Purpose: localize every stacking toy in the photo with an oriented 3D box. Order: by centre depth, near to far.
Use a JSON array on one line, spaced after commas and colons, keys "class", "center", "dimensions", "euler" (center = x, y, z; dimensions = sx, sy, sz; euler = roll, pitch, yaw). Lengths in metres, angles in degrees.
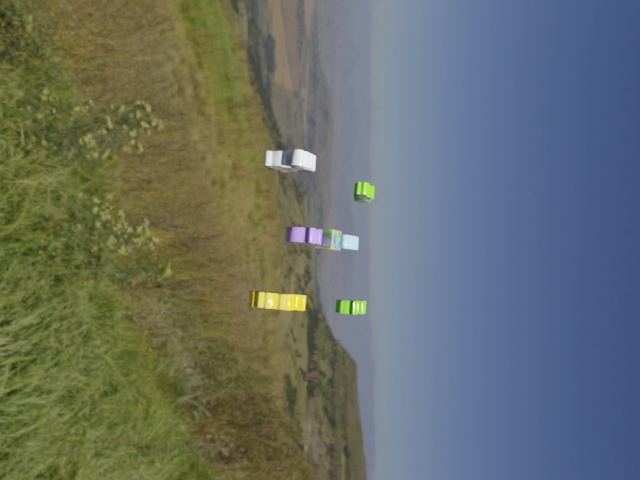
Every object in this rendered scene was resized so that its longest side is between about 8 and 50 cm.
[{"class": "stacking toy", "center": [0.000, 0.000, 0.700], "dimensions": [0.221, 0.052, 0.167], "euler": [14, 80, -60]}]
